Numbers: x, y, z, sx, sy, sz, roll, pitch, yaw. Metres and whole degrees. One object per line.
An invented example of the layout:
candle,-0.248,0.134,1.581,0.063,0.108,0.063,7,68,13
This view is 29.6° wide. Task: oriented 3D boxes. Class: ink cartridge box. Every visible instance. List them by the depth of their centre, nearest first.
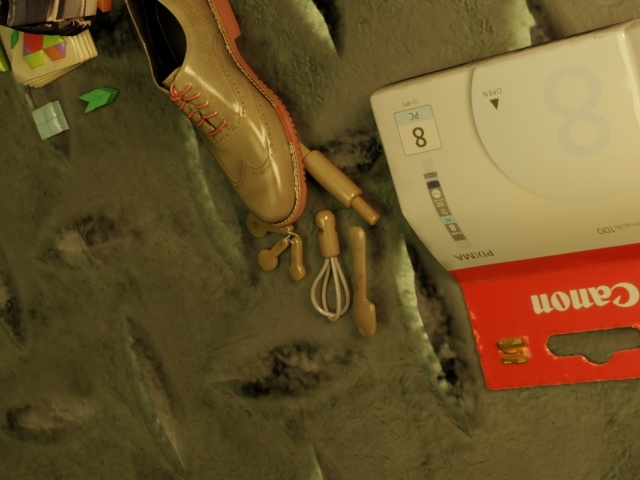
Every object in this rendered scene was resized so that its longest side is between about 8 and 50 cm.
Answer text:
ink cartridge box,0.244,-0.015,1.308,0.308,0.091,0.385,-10,99,37

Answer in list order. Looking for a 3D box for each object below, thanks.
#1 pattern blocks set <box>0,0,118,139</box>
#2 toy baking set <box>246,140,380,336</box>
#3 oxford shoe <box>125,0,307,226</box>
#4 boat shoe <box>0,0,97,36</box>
pattern blocks set,-0.394,-0.314,1.682,0.285,0.026,0.325,-30,89,38
toy baking set,0.001,-0.006,1.520,0.256,0.030,0.197,40,131,24
oxford shoe,-0.137,-0.165,1.478,0.123,0.130,0.348,-35,80,38
boat shoe,-0.367,-0.422,1.520,0.127,0.158,0.340,4,105,28
